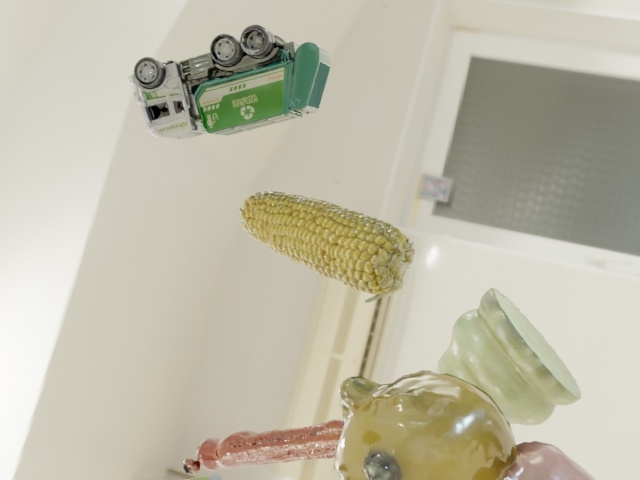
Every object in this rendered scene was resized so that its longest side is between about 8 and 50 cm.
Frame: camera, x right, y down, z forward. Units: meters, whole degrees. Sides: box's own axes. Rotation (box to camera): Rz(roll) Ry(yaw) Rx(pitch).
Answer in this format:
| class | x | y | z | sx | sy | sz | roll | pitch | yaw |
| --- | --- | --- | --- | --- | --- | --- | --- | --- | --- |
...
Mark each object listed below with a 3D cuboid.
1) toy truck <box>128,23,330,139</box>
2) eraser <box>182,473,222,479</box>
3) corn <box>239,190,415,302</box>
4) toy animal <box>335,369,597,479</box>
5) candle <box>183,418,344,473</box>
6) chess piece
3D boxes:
| class | x | y | z | sx | sy | sz | roll | pitch | yaw |
| --- | --- | --- | --- | --- | --- | --- | --- | --- | --- |
| toy truck | -0.113 | -0.203 | 1.117 | 0.114 | 0.253 | 0.124 | -21 | -84 | -78 |
| eraser | -0.132 | 0.239 | 0.817 | 0.083 | 0.038 | 0.019 | 8 | -125 | -56 |
| corn | 0.003 | -0.004 | 1.081 | 0.091 | 0.260 | 0.091 | -46 | -43 | -28 |
| toy animal | 0.124 | 0.208 | 0.685 | 0.169 | 0.281 | 0.195 | -54 | -1 | -42 |
| candle | -0.064 | 0.276 | 1.158 | 0.048 | 0.329 | 0.051 | 1 | -105 | -50 |
| chess piece | 0.131 | 0.181 | 0.918 | 0.251 | 0.144 | 0.144 | -40 | -10 | 15 |
